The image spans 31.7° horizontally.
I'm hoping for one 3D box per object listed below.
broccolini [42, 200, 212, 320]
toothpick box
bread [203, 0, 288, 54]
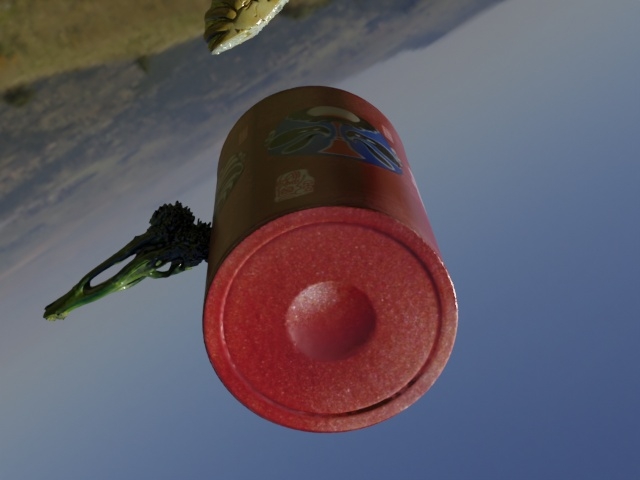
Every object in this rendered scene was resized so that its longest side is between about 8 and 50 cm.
[{"bbox_3d":[-0.198,0.026,1.147,0.201,0.074,0.058,-26,179,20],"label":"broccolini"},{"bbox_3d":[0.000,0.000,1.021,0.204,0.204,0.333,-32,-158,11],"label":"toothpick box"},{"bbox_3d":[-0.118,-0.363,1.747,0.157,0.094,0.083,-24,177,-8],"label":"bread"}]
